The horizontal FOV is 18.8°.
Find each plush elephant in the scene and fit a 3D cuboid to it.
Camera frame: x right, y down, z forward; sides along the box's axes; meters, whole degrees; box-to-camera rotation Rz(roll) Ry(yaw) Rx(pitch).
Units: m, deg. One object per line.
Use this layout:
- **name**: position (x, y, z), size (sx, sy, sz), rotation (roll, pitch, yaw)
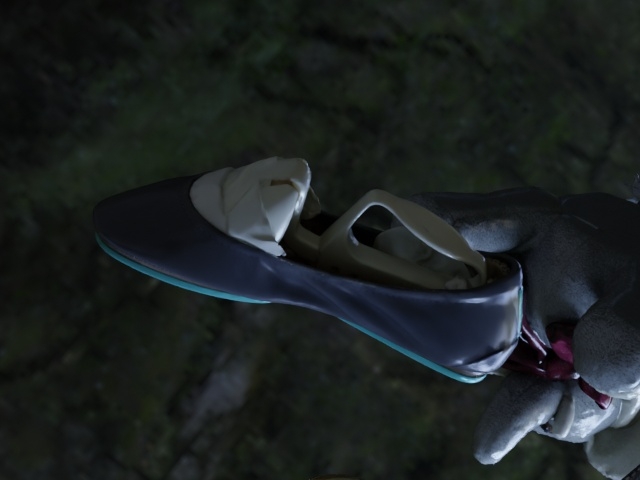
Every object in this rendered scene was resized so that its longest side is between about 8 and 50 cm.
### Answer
- **plush elephant**: position (0.214, 0.090, 1.727), size (0.330, 0.272, 0.255), rotation (-25, 138, -50)

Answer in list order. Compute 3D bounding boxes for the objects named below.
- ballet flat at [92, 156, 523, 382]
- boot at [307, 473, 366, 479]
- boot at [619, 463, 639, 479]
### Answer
- **ballet flat**: position (0.000, 0.000, 0.878), size (0.074, 0.203, 0.074), rotation (-160, -90, -86)
- **boot**: position (0.022, 0.201, 0.728), size (0.165, 0.077, 0.213), rotation (175, -78, -70)
- **boot**: position (0.163, 0.067, 0.798), size (0.190, 0.086, 0.069), rotation (-23, -174, -40)
